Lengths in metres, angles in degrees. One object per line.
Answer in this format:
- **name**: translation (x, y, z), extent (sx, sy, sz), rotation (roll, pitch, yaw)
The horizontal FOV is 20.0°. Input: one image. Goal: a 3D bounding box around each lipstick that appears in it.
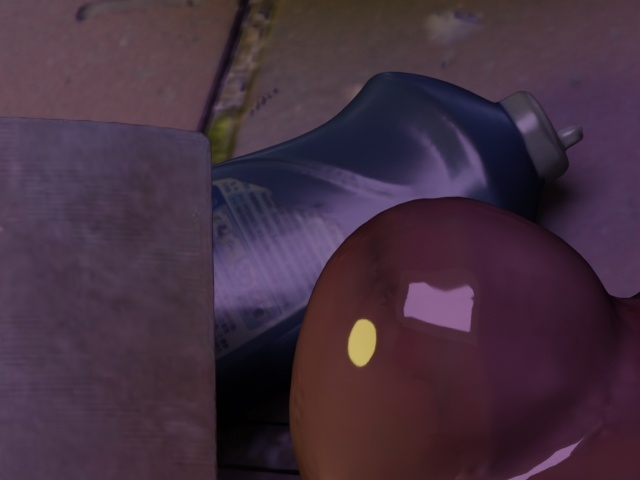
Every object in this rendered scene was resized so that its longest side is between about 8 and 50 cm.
- **lipstick**: translation (-0.068, 0.152, 0.486), extent (0.076, 0.080, 0.371), rotation (3, 70, -14)

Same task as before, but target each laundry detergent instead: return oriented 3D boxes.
- **laundry detergent**: translation (0.000, -0.001, 0.665), extent (0.206, 0.061, 0.096), rotation (-27, 48, 0)

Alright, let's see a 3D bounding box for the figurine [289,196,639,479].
- **figurine**: translation (0.089, 0.132, 0.455), extent (0.211, 0.261, 0.269), rotation (1, 49, -13)

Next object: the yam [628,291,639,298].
- **yam**: translation (0.044, 0.065, 0.621), extent (0.234, 0.027, 0.029), rotation (-28, 80, -3)
